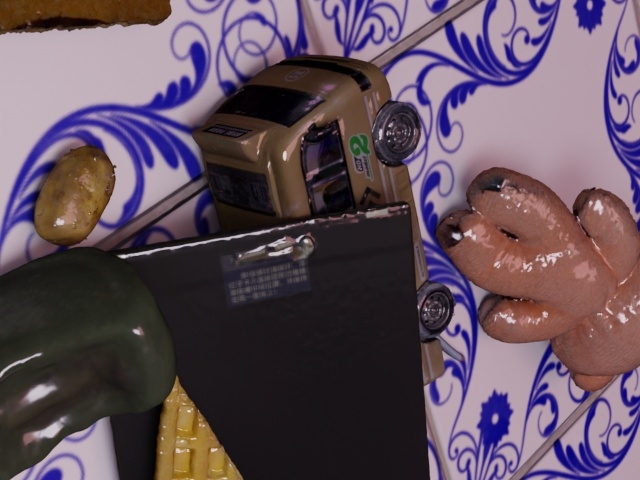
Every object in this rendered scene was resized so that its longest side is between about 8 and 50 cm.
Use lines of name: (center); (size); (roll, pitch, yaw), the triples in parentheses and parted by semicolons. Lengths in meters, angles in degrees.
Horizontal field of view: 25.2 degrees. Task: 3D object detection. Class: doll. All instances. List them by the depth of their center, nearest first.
doll: (0.245, 0.017, 1.476); (0.303, 0.156, 0.201); (35, 111, -24)

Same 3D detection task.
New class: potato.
potato: (-0.183, -0.033, 1.063); (0.051, 0.040, 0.083); (41, 64, -28)

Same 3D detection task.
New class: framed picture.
framed picture: (-0.038, 0.147, 1.141); (0.255, 0.014, 0.339); (-10, 111, -12)

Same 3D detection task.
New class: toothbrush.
toothbrush: (0.087, 0.076, 1.381); (0.193, 0.013, 0.019); (38, 75, -42)

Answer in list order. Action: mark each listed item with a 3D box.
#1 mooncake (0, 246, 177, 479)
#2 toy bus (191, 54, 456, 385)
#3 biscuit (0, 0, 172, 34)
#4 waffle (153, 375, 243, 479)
mooncake: (-0.184, 0.087, 0.990); (0.168, 0.175, 0.104); (-66, 141, -54)
toy bus: (0.000, 0.000, 1.192); (0.157, 0.139, 0.290); (-28, 119, -33)
biscuit: (-0.199, -0.211, 1.015); (0.231, 0.025, 0.131); (-12, 94, -50)
waffle: (-0.072, 0.170, 1.111); (0.125, 0.032, 0.191); (4, 109, -15)
